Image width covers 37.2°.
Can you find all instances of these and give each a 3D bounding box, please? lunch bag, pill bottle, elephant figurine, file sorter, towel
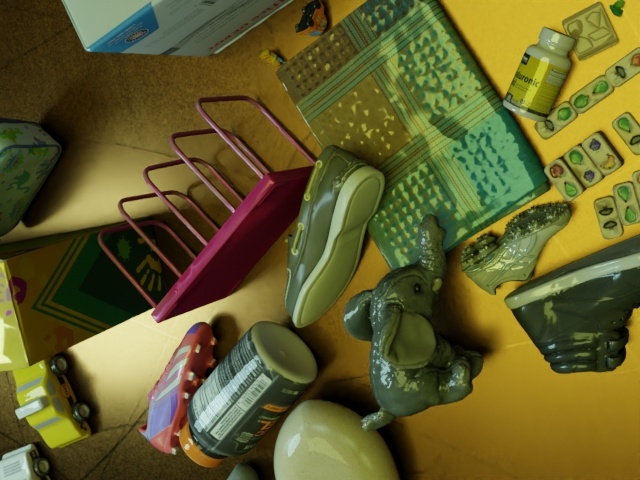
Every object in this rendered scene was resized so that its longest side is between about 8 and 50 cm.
[{"bbox_3d":[-0.544,-0.101,1.591,0.090,0.176,0.219,44,111,15],"label":"lunch bag"},{"bbox_3d":[-0.125,0.253,1.511,0.130,0.130,0.246,44,114,9],"label":"pill bottle"},{"bbox_3d":[0.296,-0.223,1.276,0.065,0.065,0.116,27,109,15],"label":"pill bottle"},{"bbox_3d":[0.115,0.117,1.346,0.169,0.186,0.240,-13,115,35],"label":"elephant figurine"},{"bbox_3d":[-0.166,-0.055,1.430,0.182,0.202,0.291,47,114,11],"label":"file sorter"},{"bbox_3d":[0.128,-0.163,1.375,0.271,0.040,0.370,-33,86,25],"label":"towel"}]

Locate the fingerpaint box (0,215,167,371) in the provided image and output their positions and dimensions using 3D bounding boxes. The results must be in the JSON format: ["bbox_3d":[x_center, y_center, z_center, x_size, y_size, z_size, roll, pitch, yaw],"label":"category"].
[{"bbox_3d":[-0.533,0.101,1.519,0.444,0.371,0.163,-10,97,23],"label":"fingerpaint box"}]

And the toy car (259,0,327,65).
[{"bbox_3d":[-0.034,-0.309,1.423,0.040,0.060,0.122,31,140,-31],"label":"toy car"}]

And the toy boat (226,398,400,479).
[{"bbox_3d":[-0.029,0.380,1.504,0.318,0.148,0.268,-15,100,17],"label":"toy boat"}]

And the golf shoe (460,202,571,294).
[{"bbox_3d":[0.286,0.013,1.340,0.176,0.069,0.086,-31,108,27],"label":"golf shoe"}]

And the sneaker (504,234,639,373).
[{"bbox_3d":[0.408,0.087,1.277,0.295,0.104,0.147,-26,92,31],"label":"sneaker"}]

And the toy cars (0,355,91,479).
[{"bbox_3d":[-0.517,0.383,1.722,0.176,0.087,0.394,19,107,18],"label":"toy cars"}]

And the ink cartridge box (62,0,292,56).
[{"bbox_3d":[-0.179,-0.364,1.313,0.223,0.307,0.129,-28,87,25],"label":"ink cartridge box"}]

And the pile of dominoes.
[{"bbox_3d":[0.422,-0.138,1.255,0.251,0.040,0.196,-38,85,25],"label":"pile of dominoes"}]

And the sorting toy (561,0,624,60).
[{"bbox_3d":[0.370,-0.284,1.262,0.083,0.012,0.062,-25,86,28],"label":"sorting toy"}]

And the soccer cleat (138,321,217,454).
[{"bbox_3d":[-0.243,0.241,1.588,0.095,0.083,0.248,23,111,22],"label":"soccer cleat"}]

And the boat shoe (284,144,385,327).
[{"bbox_3d":[0.003,-0.001,1.410,0.091,0.109,0.305,40,130,25],"label":"boat shoe"}]
